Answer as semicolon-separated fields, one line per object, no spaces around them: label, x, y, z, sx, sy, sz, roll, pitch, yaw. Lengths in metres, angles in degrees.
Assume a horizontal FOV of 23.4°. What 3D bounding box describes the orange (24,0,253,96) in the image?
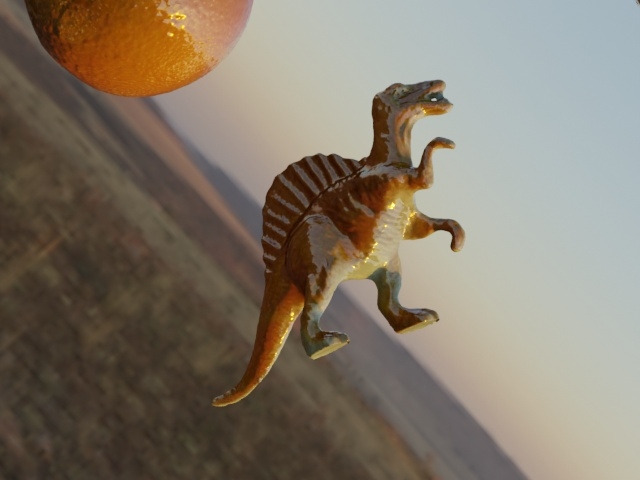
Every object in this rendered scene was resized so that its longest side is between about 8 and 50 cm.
orange;-0.147;-0.215;1.281;0.206;0.206;0.206;48;-1;1

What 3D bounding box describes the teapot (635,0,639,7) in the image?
teapot;0.203;-0.136;0.675;0.203;0.167;0.311;-1;-91;59

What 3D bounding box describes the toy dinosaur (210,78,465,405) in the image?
toy dinosaur;0.001;-0.001;0.938;0.057;0.212;0.142;44;23;-72
